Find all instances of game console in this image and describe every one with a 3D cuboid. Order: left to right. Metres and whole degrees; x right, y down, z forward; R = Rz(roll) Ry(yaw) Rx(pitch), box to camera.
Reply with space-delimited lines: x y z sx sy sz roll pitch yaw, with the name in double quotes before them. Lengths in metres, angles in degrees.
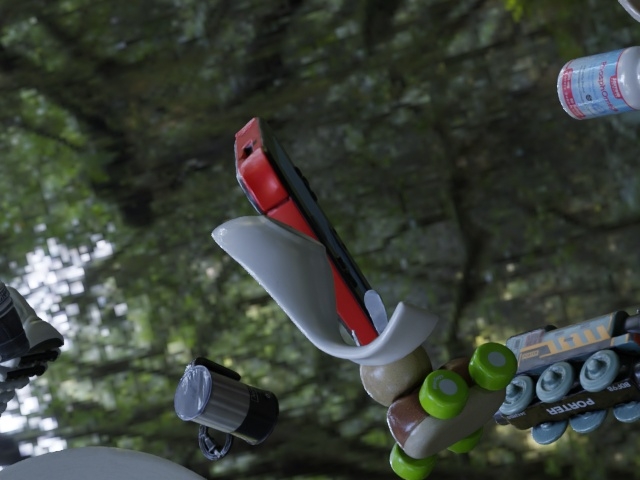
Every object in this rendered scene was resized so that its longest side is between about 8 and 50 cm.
"game console" 0.000 0.000 2.029 0.342 0.060 0.386 53 -175 -12

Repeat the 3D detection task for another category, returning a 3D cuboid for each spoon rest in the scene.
"spoon rest" -0.007 0.049 1.470 0.137 0.276 0.084 23 -85 -43

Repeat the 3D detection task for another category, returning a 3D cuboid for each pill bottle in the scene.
"pill bottle" 0.408 -0.216 2.043 0.087 0.160 0.087 5 -98 -40

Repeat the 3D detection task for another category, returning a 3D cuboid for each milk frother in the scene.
"milk frother" -0.161 0.259 2.224 0.135 0.143 0.129 26 -173 -36

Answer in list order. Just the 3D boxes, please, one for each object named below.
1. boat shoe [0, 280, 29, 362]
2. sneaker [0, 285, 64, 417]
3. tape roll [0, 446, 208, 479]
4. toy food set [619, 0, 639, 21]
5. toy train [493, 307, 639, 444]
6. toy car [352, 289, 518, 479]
"boat shoe" -0.465 0.136 1.672 0.108 0.301 0.102 -80 -32 -70
"sneaker" -0.447 0.175 1.891 0.118 0.292 0.110 51 -162 16
"tape roll" -0.257 0.390 1.620 0.392 0.392 0.072 -82 -7 -47
"toy food set" 0.441 -0.315 1.390 0.092 0.306 0.220 57 -137 -20
"toy train" 0.430 0.217 2.513 0.142 0.334 0.190 40 -132 -27
"toy car" 0.106 0.147 1.717 0.149 0.155 0.188 -25 -120 -33
